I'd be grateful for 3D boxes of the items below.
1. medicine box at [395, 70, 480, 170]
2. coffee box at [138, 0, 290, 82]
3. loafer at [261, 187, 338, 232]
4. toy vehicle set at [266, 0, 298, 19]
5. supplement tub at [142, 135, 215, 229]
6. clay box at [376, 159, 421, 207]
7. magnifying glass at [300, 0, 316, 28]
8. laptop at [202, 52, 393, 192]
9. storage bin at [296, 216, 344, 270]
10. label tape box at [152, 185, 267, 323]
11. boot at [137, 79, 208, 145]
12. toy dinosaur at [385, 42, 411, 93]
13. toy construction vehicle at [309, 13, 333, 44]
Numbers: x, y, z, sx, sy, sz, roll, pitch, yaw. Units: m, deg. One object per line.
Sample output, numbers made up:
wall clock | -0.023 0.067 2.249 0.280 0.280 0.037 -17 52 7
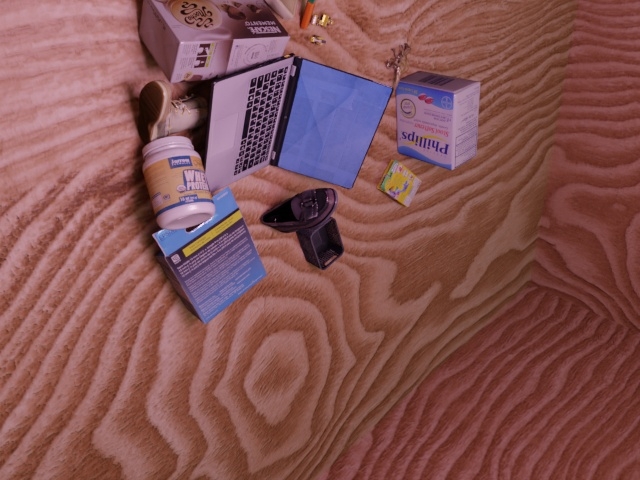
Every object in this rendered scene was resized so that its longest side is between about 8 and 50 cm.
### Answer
medicine box | 0.422 -0.440 1.848 0.149 0.263 0.289 -31 130 -30
coffee box | -0.244 -0.481 1.192 0.297 0.168 0.119 -21 158 -37
loafer | -0.070 -0.086 1.538 0.095 0.302 0.109 8 72 -36
toy vehicle set | -0.123 -0.688 1.243 0.267 0.035 0.166 17 84 -65
supplement tub | -0.353 -0.140 1.252 0.144 0.144 0.199 -11 80 -42
clay box | 0.307 -0.228 2.008 0.222 0.053 0.127 26 92 -48
magnifying glass | -0.016 -0.661 1.355 0.092 0.026 0.231 -66 -174 -27
laptop | -0.075 -0.259 1.350 0.408 0.236 0.382 -33 158 -35
storage bin | 0.000 0.000 1.796 0.122 0.084 0.180 -40 136 -24
label tape box | -0.325 0.034 1.463 0.249 0.115 0.347 -39 132 -25
boot | -0.343 -0.320 1.213 0.165 0.077 0.213 -30 171 -34
toy dinosaur | 0.275 -0.605 1.760 0.093 0.053 0.183 13 97 -43
toy construction vehicle | 0.004 -0.614 1.479 0.098 0.035 0.085 -24 138 -61
